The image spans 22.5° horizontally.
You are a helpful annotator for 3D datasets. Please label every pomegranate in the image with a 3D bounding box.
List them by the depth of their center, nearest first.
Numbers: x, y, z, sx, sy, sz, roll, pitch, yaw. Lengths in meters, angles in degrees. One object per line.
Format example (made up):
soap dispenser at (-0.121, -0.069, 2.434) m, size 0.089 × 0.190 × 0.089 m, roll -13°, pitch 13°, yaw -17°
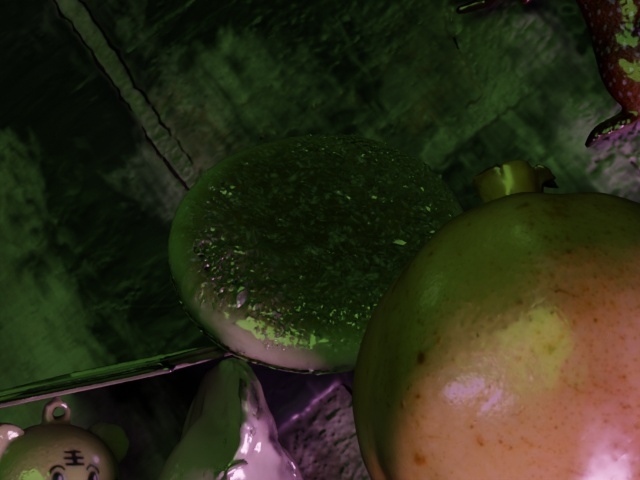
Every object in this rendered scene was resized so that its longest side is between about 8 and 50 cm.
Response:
pomegranate at (0.169, 0.093, 1.187) m, size 0.319 × 0.319 × 0.319 m, roll -7°, pitch 67°, yaw 16°

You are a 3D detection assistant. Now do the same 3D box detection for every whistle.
whistle at (-0.223, 0.273, 1.334) m, size 0.106 × 0.131 × 0.288 m, roll -5°, pitch 83°, yaw 55°

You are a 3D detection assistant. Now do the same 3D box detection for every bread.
bread at (0.000, 0.000, 1.361) m, size 0.267 × 0.040 × 0.267 m, roll 1°, pitch 48°, yaw -1°

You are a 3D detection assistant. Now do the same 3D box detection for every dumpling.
dumpling at (-0.084, 0.203, 1.317) m, size 0.172 × 0.142 × 0.247 m, roll 44°, pitch 125°, yaw 51°

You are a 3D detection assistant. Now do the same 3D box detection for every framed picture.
framed picture at (-0.171, 0.109, 1.325) m, size 0.197 × 0.252 × 0.014 m, roll -12°, pitch 88°, yaw 14°

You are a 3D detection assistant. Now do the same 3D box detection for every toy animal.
toy animal at (0.243, -0.211, 1.401) m, size 0.260 × 0.087 × 0.243 m, roll -16°, pitch 63°, yaw 8°
